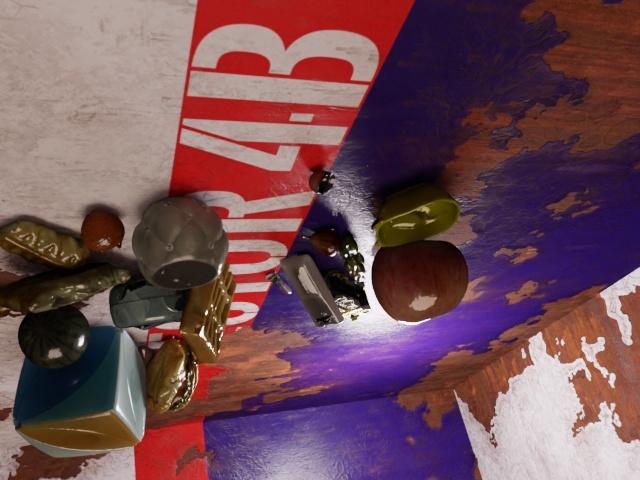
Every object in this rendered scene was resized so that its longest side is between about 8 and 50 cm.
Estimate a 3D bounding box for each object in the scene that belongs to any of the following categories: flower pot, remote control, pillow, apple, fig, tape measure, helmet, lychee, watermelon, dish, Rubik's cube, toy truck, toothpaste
[{"bbox_3d":[-0.359,0.005,1.491,0.246,0.195,0.246,-10,153,-5],"label":"flower pot"},{"bbox_3d":[-0.029,0.180,1.947,0.109,0.055,0.313,-16,120,21],"label":"remote control"},{"bbox_3d":[-0.709,0.509,2.354,0.223,0.084,0.236,-34,143,18],"label":"pillow"},{"bbox_3d":[0.317,0.131,1.859,0.345,0.269,0.345,1,179,0],"label":"apple"},{"bbox_3d":[0.000,0.000,1.775,0.125,0.089,0.089,19,145,-5],"label":"fig"},{"bbox_3d":[-0.496,0.191,1.755,0.275,0.147,0.256,-9,172,-6],"label":"tape measure"},{"bbox_3d":[-0.003,-0.156,1.507,0.084,0.049,0.065,-12,128,-62],"label":"helmet"},{"bbox_3d":[-0.543,-0.018,1.467,0.101,0.114,0.140,-10,132,31],"label":"lychee"},{"bbox_3d":[-0.826,0.295,1.800,0.212,0.212,0.212,-10,151,-6],"label":"watermelon"},{"bbox_3d":[0.266,-0.085,1.689,0.262,0.108,0.221,-17,152,5],"label":"dish"},{"bbox_3d":[-0.827,0.537,2.040,0.352,0.351,0.347,-10,142,-4],"label":"Rubik's cube"},{"bbox_3d":[0.063,0.211,2.116,0.157,0.124,0.272,-28,148,24],"label":"toy truck"},{"bbox_3d":[-0.141,0.151,2.022,0.045,0.028,0.170,-26,146,9],"label":"toothpaste"}]

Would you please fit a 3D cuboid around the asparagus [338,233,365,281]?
[{"bbox_3d":[0.105,0.062,1.920,0.080,0.080,0.287,-18,143,8],"label":"asparagus"}]

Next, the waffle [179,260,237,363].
[{"bbox_3d":[-0.333,0.195,1.733,0.077,0.304,0.348,8,154,3],"label":"waffle"}]

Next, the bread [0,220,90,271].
[{"bbox_3d":[-0.709,0.020,1.486,0.128,0.088,0.232,-26,147,27],"label":"bread"}]

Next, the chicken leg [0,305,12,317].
[{"bbox_3d":[-0.909,0.182,1.668,0.251,0.107,0.087,-11,115,2],"label":"chicken leg"}]

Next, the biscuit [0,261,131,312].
[{"bbox_3d":[-0.694,0.123,1.541,0.329,0.078,0.335,-8,-171,-6],"label":"biscuit"}]

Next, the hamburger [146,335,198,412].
[{"bbox_3d":[-0.584,0.564,2.257,0.162,0.209,0.330,23,106,-46],"label":"hamburger"}]
